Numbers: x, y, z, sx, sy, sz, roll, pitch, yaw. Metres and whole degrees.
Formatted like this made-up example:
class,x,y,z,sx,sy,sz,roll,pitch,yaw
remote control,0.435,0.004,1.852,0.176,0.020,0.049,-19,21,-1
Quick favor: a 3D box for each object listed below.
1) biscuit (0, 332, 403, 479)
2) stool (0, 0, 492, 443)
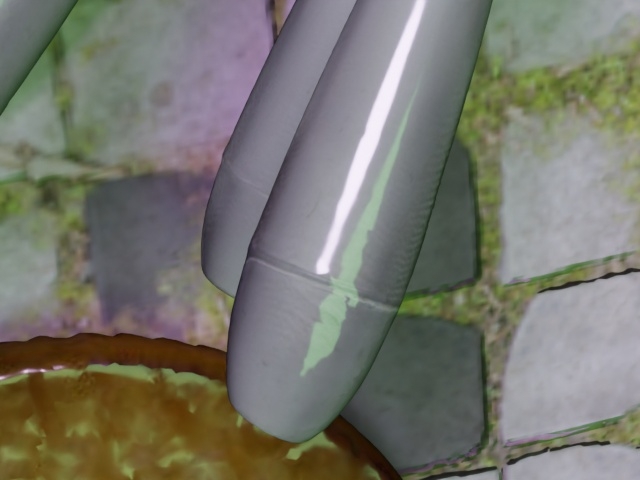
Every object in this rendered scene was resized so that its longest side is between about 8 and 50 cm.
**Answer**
class,x,y,z,sx,sy,sz,roll,pitch,yaw
biscuit,-0.096,0.183,0.790,0.318,0.040,0.318,-4,112,-11
stool,-0.038,-0.078,0.610,0.195,0.195,0.199,29,97,-13
